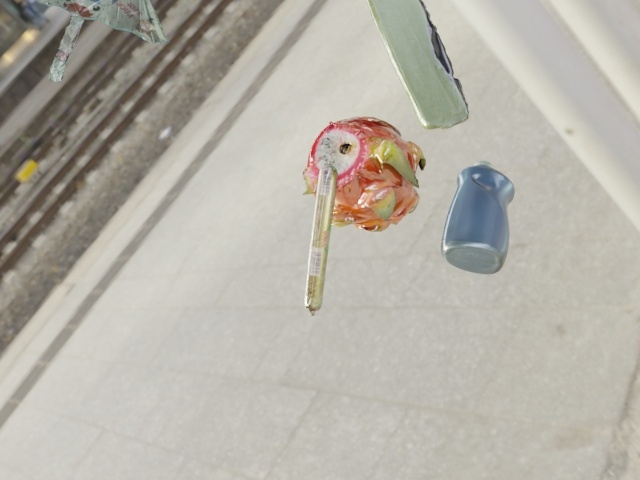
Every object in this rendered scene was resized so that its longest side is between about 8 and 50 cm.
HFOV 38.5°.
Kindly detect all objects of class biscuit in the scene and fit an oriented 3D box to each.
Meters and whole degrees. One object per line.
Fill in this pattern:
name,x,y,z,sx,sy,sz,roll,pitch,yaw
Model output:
biscuit,0.156,-0.323,1.536,0.099,0.322,0.038,-15,-18,-20

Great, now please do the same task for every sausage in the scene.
sausage,-0.001,0.000,1.505,0.033,0.033,0.269,-128,43,-67

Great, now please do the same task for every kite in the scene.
kite,-0.417,-0.411,1.603,0.011,0.335,0.314,100,-172,-69

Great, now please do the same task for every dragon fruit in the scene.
dragon fruit,0.082,-0.116,1.670,0.224,0.227,0.224,-13,68,36

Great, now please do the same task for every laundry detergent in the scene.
laundry detergent,0.236,-0.045,1.355,0.096,0.061,0.206,8,47,9
